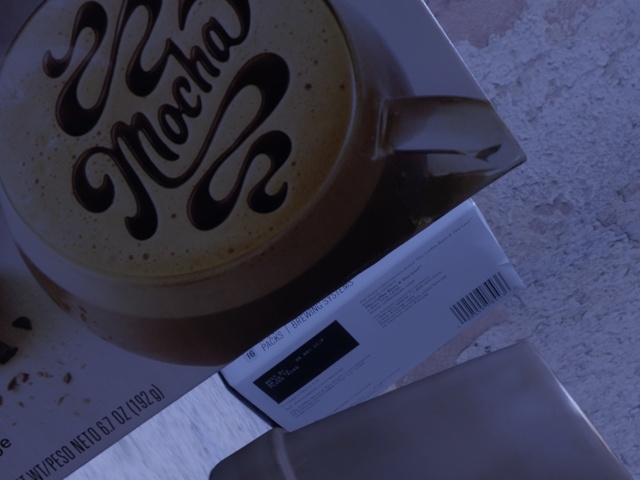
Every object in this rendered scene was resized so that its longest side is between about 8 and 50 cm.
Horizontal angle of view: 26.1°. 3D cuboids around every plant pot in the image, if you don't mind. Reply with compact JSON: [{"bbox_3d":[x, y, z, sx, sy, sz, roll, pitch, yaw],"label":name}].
[{"bbox_3d":[0.116,0.241,1.144,0.323,0.280,0.323,54,3,-5],"label":"plant pot"}]

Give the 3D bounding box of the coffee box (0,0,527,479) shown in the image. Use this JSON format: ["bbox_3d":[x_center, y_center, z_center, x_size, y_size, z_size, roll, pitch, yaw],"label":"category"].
[{"bbox_3d":[-0.106,-0.022,0.476,0.168,0.297,0.119,53,6,-23],"label":"coffee box"}]

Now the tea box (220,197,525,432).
[{"bbox_3d":[0.000,0.000,1.617,0.323,0.329,0.220,56,4,35],"label":"tea box"}]
